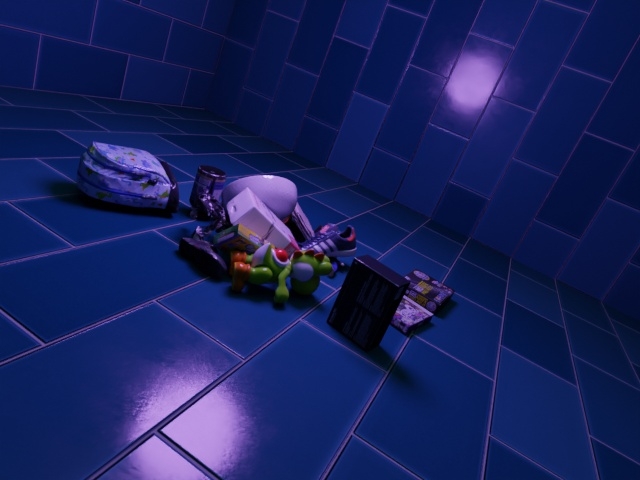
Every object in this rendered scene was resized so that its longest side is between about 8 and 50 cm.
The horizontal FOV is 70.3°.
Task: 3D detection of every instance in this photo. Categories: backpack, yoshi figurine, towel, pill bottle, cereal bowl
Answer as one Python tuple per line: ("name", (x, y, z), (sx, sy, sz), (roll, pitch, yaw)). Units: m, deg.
("backpack", (-0.766, -0.249, 1.799), (0.355, 0.274, 0.290), (-7, 40, -32))
("yoshi figurine", (-0.140, 0.129, 1.624), (0.362, 0.204, 0.203), (0, -14, -17))
("towel", (-0.096, -0.109, 2.222), (0.187, 0.049, 0.282), (60, 4, -27))
("pill bottle", (-0.490, -0.201, 1.946), (0.122, 0.219, 0.123), (20, 20, -8))
("cereal bowl", (-0.264, -0.150, 2.008), (0.338, 0.339, 0.141), (6, 68, -37))

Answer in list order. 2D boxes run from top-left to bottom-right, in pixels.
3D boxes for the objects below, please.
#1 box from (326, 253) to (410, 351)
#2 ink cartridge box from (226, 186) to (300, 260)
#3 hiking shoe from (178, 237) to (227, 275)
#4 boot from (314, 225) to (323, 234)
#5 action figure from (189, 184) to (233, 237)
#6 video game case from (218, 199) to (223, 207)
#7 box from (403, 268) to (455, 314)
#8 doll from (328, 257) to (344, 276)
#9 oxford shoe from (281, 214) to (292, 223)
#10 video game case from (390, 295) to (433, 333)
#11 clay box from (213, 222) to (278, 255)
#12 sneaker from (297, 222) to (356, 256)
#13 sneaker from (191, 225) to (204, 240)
("box", (0.156, 0.206, 1.522), (0.184, 0.261, 0.103), (33, 22, 26))
("ink cartridge box", (-0.229, -0.052, 1.816), (0.283, 0.117, 0.207), (47, 6, -32))
("hiking shoe", (-0.395, 0.046, 1.612), (0.226, 0.086, 0.114), (32, 25, 27))
("boot", (0.024, -0.001, 2.224), (0.106, 0.082, 0.219), (39, 10, -18))
("action figure", (-0.427, -0.089, 1.760), (0.276, 0.140, 0.164), (53, 5, -47))
("video game case", (-0.342, -0.188, 2.118), (0.193, 0.212, 0.023), (10, 65, -43))
("box", (0.481, 0.230, 2.094), (0.216, 0.060, 0.270), (31, 22, 23))
("doll", (0.039, 0.098, 1.988), (0.129, 0.046, 0.189), (17, 19, 8))
("oxford shoe", (-0.217, -0.195, 2.365), (0.132, 0.130, 0.364), (23, 21, -43))
("video game case", (0.315, 0.277, 1.827), (0.210, 0.042, 0.232), (33, 23, 31))
("clay box", (-0.265, 0.027, 1.657), (0.222, 0.127, 0.053), (37, 42, -42))
("sneaker", (0.000, 0.000, 1.966), (0.349, 0.148, 0.131), (-8, 20, -31))
("sneaker", (-0.477, -0.019, 1.776), (0.043, 0.040, 0.109), (31, 21, -20))
